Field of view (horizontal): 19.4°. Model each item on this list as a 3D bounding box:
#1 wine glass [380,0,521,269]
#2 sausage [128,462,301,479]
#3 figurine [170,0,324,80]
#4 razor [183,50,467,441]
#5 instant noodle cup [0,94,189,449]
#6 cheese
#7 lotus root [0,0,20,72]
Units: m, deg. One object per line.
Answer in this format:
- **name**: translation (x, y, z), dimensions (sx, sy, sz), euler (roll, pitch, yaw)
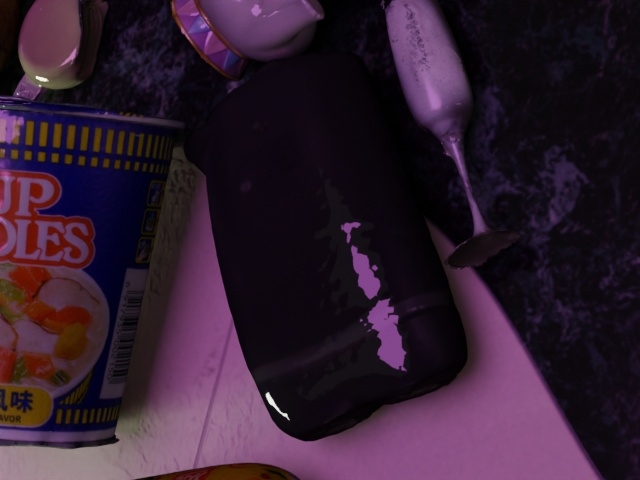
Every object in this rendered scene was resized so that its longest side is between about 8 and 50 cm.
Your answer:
- **wine glass**: translation (0.111, -0.108, 1.669), dimensions (0.074, 0.074, 0.262), euler (-25, 67, 23)
- **sausage**: translation (-0.149, 0.276, 1.701), dimensions (0.347, 0.123, 0.123), euler (-13, 73, 27)
- **figurine**: translation (-0.012, -0.269, 1.734), dimensions (0.263, 0.142, 0.189), euler (-39, 40, 17)
- **razor**: translation (-0.001, 0.000, 1.682), dimensions (0.204, 0.113, 0.349), euler (-29, 66, 24)
- **instant noodle cup**: translation (-0.274, 0.029, 1.763), dimensions (0.284, 0.284, 0.312), euler (5, 91, 31)
- **cheese**: translation (-0.274, -0.183, 1.917), dimensions (0.092, 0.047, 0.171), euler (16, 87, 34)
- **lotus root**: translation (-0.395, -0.208, 1.947), dimensions (0.260, 0.128, 0.145), euler (-46, 51, 12)
